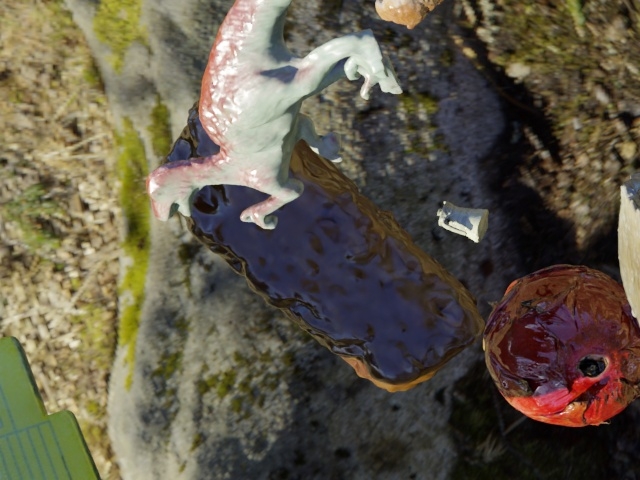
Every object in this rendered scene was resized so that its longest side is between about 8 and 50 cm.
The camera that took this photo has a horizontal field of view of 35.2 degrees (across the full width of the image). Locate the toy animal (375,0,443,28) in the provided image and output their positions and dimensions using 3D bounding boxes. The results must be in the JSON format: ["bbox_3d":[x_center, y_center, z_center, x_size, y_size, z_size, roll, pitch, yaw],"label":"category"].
[{"bbox_3d":[0.141,-0.362,1.544,0.104,0.185,0.183,11,134,4],"label":"toy animal"}]

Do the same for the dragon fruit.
[{"bbox_3d":[0.339,0.142,1.382,0.252,0.241,0.240,37,117,60],"label":"dragon fruit"}]

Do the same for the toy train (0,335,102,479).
[{"bbox_3d":[-0.339,0.294,0.984,0.442,0.273,0.179,62,151,24],"label":"toy train"}]

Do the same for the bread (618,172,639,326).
[{"bbox_3d":[0.257,0.083,0.602,0.102,0.337,0.183,-4,114,1],"label":"bread"}]

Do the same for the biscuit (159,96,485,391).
[{"bbox_3d":[0.000,0.000,1.193,0.395,0.342,0.166,42,97,0],"label":"biscuit"}]

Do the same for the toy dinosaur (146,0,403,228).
[{"bbox_3d":[-0.035,-0.093,0.574,0.168,0.242,0.053,-6,55,1],"label":"toy dinosaur"}]

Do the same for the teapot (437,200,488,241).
[{"bbox_3d":[0.233,-0.033,1.678,0.083,0.067,0.057,20,128,21],"label":"teapot"}]
